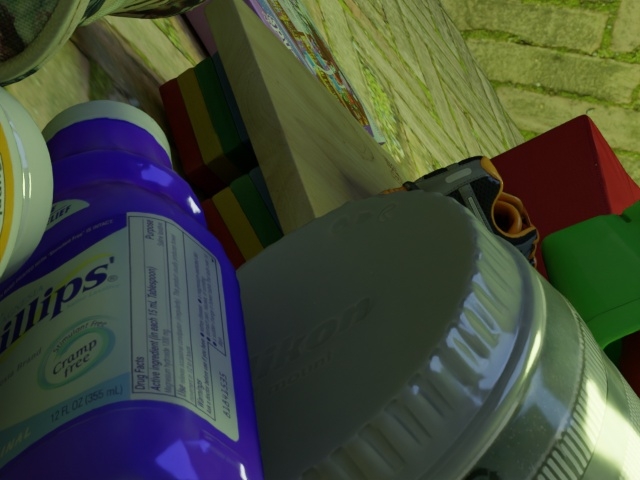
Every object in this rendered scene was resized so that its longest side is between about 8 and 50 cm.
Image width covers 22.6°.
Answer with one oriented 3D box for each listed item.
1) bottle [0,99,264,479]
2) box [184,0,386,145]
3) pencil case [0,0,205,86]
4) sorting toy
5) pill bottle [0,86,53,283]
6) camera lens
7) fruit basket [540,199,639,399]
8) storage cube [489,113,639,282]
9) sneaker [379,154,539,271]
[{"bbox_3d":[-0.089,0.040,0.659,0.092,0.118,0.283,41,21,-30],"label":"bottle"},{"bbox_3d":[-0.058,-0.192,1.380,0.293,0.057,0.201,59,13,3],"label":"box"},{"bbox_3d":[-0.142,-0.179,0.851,0.160,0.183,0.410,38,14,-2],"label":"pencil case"},{"bbox_3d":[0.000,0.000,1.105,0.257,0.089,0.255,43,21,-48],"label":"sorting toy"},{"bbox_3d":[-0.167,-0.016,0.513,0.117,0.117,0.208,59,15,5],"label":"pill bottle"},{"bbox_3d":[0.062,0.142,0.744,0.274,0.219,0.219,51,15,-25],"label":"camera lens"},{"bbox_3d":[0.365,0.122,1.109,0.392,0.392,0.283,-105,178,-50],"label":"fruit basket"},{"bbox_3d":[0.202,0.044,1.391,0.184,0.215,0.193,42,32,-41],"label":"storage cube"},{"bbox_3d":[0.122,0.010,1.146,0.215,0.083,0.084,40,21,-55],"label":"sneaker"}]
